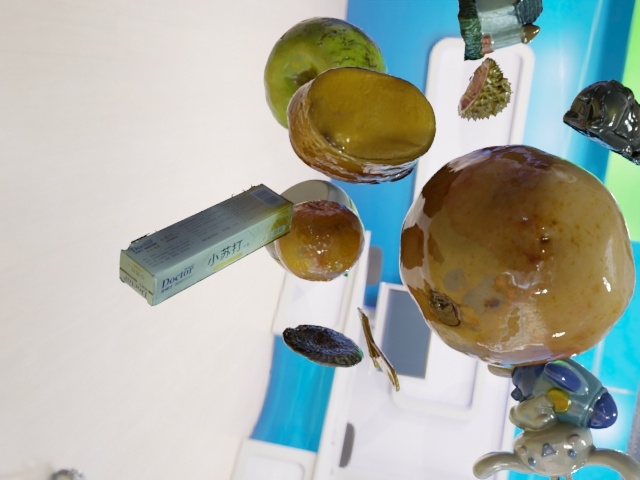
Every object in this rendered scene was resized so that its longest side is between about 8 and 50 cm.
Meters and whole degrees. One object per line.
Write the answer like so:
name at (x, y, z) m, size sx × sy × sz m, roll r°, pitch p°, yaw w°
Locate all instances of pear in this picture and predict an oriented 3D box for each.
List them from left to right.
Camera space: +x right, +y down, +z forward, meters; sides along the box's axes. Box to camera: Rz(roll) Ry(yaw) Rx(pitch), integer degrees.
pear at (0.021, -0.471, 2.043) m, size 0.391 × 0.391 × 0.391 m, roll 8°, pitch 90°, yaw -78°

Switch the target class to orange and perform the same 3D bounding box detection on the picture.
orange at (-0.001, -0.001, 1.360) m, size 0.177 × 0.177 × 0.155 m, roll -55°, pitch 161°, yaw -64°

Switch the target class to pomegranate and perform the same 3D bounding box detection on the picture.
pomegranate at (0.350, 0.022, 1.225) m, size 0.411 × 0.411 × 0.411 m, roll 8°, pitch 90°, yaw -78°

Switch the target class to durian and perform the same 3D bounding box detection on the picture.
durian at (0.451, -0.409, 1.950) m, size 0.165 × 0.182 × 0.132 m, roll -7°, pitch 63°, yaw -55°

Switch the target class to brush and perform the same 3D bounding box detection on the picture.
brush at (0.101, 0.196, 1.202) m, size 0.272 × 0.013 × 0.103 m, roll -126°, pitch -161°, yaw -77°

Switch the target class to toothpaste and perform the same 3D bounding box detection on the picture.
toothpaste at (-0.174, -0.003, 1.121) m, size 0.313 × 0.089 × 0.071 m, roll -30°, pitch 145°, yaw -44°

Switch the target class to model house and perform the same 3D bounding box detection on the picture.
model house at (0.495, -0.621, 1.800) m, size 0.184 × 0.291 × 0.253 m, roll 49°, pitch 41°, yaw -50°

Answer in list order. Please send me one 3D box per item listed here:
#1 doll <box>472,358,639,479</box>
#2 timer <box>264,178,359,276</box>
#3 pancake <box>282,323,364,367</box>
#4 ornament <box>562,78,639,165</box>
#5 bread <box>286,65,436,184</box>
doll at (0.544, 0.402, 1.628) m, size 0.187 × 0.376 × 0.365 m, roll 64°, pitch 24°, yaw -81°
timer at (0.000, 0.000, 1.867) m, size 0.285 × 0.285 × 0.285 m, roll 8°, pitch 90°, yaw -78°
pancake at (0.005, 0.231, 1.540) m, size 0.199 × 0.199 × 0.021 m, roll -37°, pitch 143°, yaw -73°
ornament at (0.416, -0.223, 0.872) m, size 0.202 × 0.080 × 0.236 m, roll 17°, pitch 104°, yaw -37°
bread at (0.074, -0.204, 1.248) m, size 0.142 × 0.270 × 0.195 m, roll 146°, pitch -53°, yaw -67°
